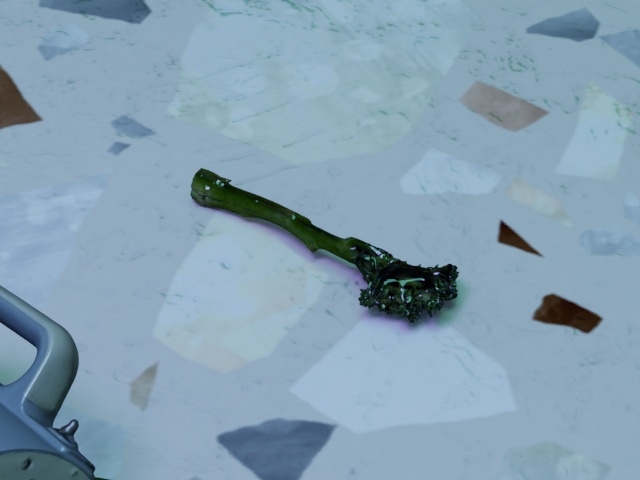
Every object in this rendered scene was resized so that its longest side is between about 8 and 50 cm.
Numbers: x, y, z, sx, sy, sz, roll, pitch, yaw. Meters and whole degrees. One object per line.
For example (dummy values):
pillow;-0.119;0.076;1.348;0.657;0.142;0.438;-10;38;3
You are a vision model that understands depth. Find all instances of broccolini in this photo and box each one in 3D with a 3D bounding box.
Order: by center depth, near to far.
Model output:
broccolini;-0.003;0.008;1.575;0.254;0.071;0.057;21;88;31

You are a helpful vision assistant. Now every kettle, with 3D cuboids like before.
kettle;-0.252;0.130;1.319;0.210;0.160;0.243;-50;44;-1

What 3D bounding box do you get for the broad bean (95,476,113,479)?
broad bean;-0.089;0.246;1.277;0.098;0.056;0.318;-14;40;-26
